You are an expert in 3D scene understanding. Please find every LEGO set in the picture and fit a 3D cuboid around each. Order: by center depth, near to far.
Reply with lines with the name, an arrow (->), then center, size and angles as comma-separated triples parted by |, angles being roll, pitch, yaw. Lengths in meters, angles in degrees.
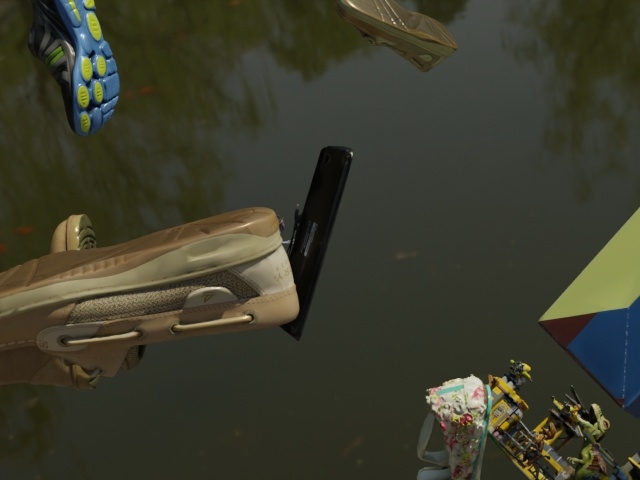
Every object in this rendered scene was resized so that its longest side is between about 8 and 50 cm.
LEGO set -> 0.375, 0.279, 1.542 | 0.192, 0.255, 0.331 | -43, 36, -3

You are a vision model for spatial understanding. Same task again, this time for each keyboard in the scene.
keyboard -> 0.000, 0.000, 1.121 | 0.038, 0.192, 0.100 | 15, 6, -23

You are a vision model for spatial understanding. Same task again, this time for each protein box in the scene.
protein box -> 0.353, 0.075, 1.035 | 0.200, 0.201, 0.136 | -50, 40, 10

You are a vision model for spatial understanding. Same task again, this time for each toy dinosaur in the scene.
toy dinosaur -> -0.083, -0.015, 1.796 | 0.090, 0.047, 0.082 | -3, 0, 3

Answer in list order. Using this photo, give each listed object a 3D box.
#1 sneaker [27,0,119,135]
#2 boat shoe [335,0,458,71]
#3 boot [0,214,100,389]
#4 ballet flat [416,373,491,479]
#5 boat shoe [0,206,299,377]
sneaker -> -0.280, -0.207, 1.264 | 0.078, 0.188, 0.067 | -16, 0, 37
boat shoe -> 0.066, -0.196, 1.073 | 0.153, 0.048, 0.056 | 9, 45, -46
boot -> -0.418, 0.085, 1.420 | 0.270, 0.236, 0.089 | 0, 5, 2
ballet flat -> 0.148, 0.255, 1.301 | 0.077, 0.241, 0.091 | -1, 27, -1
boat shoe -> -0.190, 0.066, 0.972 | 0.341, 0.110, 0.121 | -14, 13, 9
